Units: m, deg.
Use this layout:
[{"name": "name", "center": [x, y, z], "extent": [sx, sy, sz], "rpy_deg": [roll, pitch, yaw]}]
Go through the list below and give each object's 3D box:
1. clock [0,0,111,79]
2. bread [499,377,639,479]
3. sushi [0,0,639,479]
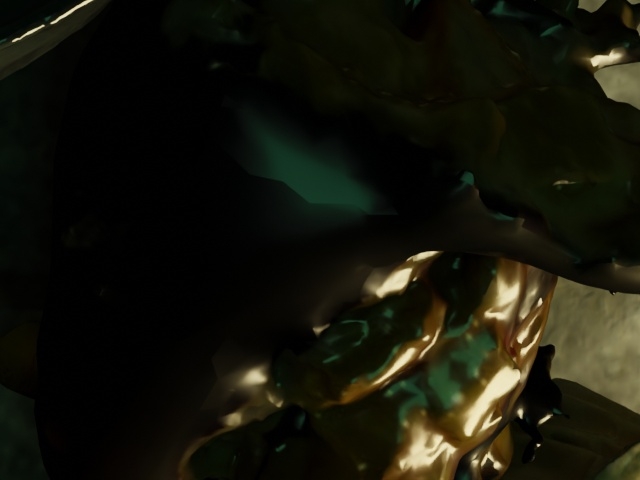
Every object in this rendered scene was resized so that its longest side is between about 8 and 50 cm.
[{"name": "clock", "center": [-0.155, -0.172, 0.441], "extent": [0.318, 0.066, 0.319], "rpy_deg": [6, 72, -19]}, {"name": "bread", "center": [0.106, 0.176, 0.711], "extent": [0.192, 0.109, 0.210], "rpy_deg": [43, 69, -21]}, {"name": "sushi", "center": [0.006, 0.004, 0.612], "extent": [0.200, 0.204, 0.213], "rpy_deg": [29, 44, -3]}]
